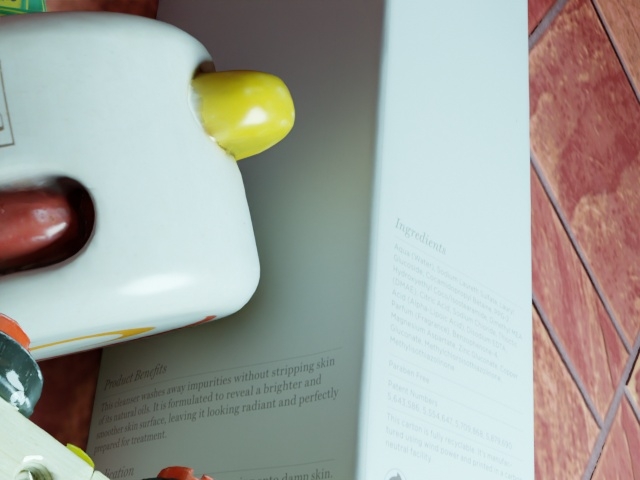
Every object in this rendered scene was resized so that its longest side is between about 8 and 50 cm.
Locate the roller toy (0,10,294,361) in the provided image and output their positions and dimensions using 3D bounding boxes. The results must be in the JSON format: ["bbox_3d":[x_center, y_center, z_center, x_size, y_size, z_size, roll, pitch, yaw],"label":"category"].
[{"bbox_3d":[-0.131,-0.022,0.514,0.191,0.209,0.146,-6,82,-46],"label":"roller toy"}]

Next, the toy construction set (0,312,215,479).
[{"bbox_3d":[-0.151,0.136,0.436,0.328,0.215,0.151,32,51,-35],"label":"toy construction set"}]

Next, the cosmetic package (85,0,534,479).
[{"bbox_3d":[0.000,0.000,0.659,0.156,0.217,0.385,30,57,-41],"label":"cosmetic package"}]

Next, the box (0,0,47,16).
[{"bbox_3d":[-0.219,-0.169,0.588,0.179,0.043,0.105,-5,81,-53],"label":"box"}]
